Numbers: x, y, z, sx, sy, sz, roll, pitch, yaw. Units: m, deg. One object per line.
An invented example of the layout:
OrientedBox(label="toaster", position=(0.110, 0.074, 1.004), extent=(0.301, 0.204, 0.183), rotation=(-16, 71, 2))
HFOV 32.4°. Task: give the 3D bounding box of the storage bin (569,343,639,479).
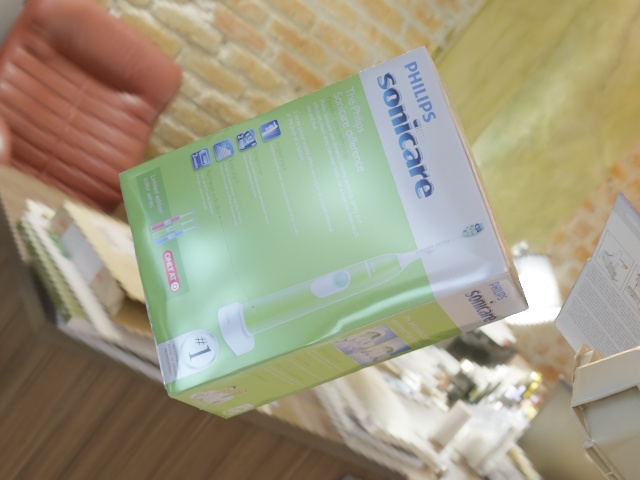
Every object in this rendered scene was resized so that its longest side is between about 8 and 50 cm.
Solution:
OrientedBox(label="storage bin", position=(0.383, 0.156, 0.914), extent=(0.260, 0.262, 0.123), rotation=(50, 36, -19))

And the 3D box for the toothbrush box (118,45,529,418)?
OrientedBox(label="toothbrush box", position=(0.000, 0.000, 0.914), extent=(0.122, 0.283, 0.206), rotation=(42, 28, -64))

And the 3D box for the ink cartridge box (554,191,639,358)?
OrientedBox(label="ink cartridge box", position=(0.407, 0.123, 1.257), extent=(0.066, 0.261, 0.296), rotation=(-17, 55, -23))
